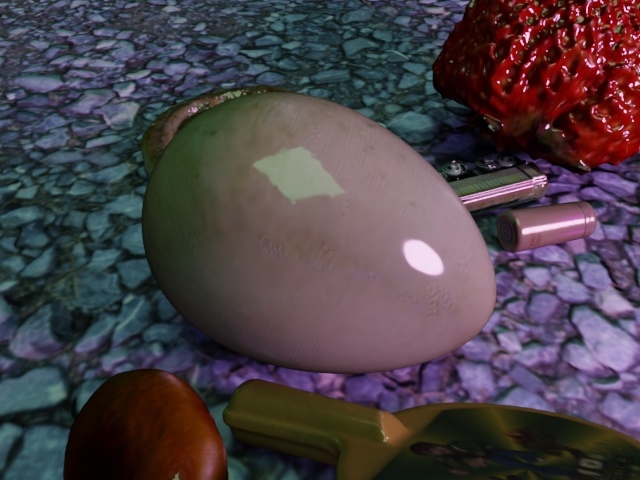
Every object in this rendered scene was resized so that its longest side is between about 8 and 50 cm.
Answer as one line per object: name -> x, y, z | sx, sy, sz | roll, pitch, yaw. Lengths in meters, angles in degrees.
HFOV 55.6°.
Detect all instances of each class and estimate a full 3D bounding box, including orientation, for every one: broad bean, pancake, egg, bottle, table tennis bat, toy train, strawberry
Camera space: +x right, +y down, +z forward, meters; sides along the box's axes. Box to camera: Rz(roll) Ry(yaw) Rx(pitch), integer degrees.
broad bean -> -0.123, 0.160, 0.429 | 0.114, 0.084, 0.165 | -33, 47, -23
pancake -> -0.098, -0.124, 0.752 | 0.254, 0.037, 0.253 | 1, 45, -1
egg -> 0.000, 0.000, 0.498 | 0.296, 0.218, 0.218 | 21, 48, 10
bottle -> 0.238, -0.016, 0.636 | 0.097, 0.045, 0.045 | -9, 45, -11
table tennis bat -> 0.066, 0.143, 0.399 | 0.321, 0.050, 0.198 | 4, 8, 34
toy train -> 0.179, -0.062, 0.688 | 0.148, 0.038, 0.071 | -14, 47, -14
strawberry -> 0.280, -0.219, 0.696 | 0.261, 0.257, 0.261 | 18, 33, -12
